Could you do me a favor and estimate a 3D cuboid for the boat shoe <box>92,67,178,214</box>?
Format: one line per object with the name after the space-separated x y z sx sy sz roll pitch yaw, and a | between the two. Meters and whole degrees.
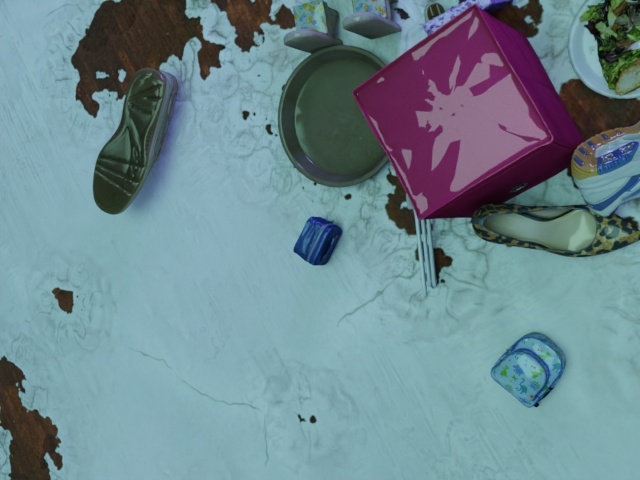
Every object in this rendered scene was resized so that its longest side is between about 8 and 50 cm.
-0.401 -0.215 1.838 0.122 0.110 0.341 28 102 13 | boat shoe

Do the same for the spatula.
0.184 -0.023 1.491 0.019 0.168 0.241 -4 95 15 | spatula

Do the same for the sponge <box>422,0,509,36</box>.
0.257 -0.391 1.405 0.117 0.210 0.031 -25 95 29 | sponge

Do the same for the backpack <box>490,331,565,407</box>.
0.369 0.225 1.444 0.105 0.084 0.114 42 108 18 | backpack

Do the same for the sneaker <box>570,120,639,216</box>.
0.556 -0.140 1.324 0.297 0.111 0.131 -21 126 13 | sneaker

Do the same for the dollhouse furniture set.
0.062 -0.572 1.478 0.394 0.256 0.362 -7 88 29 | dollhouse furniture set

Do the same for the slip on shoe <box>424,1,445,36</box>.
0.222 -0.372 1.524 0.051 0.041 0.135 -20 100 0 | slip on shoe

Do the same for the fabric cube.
0.259 -0.200 1.386 0.254 0.258 0.259 -31 78 26 | fabric cube

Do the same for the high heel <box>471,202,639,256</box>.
0.388 -0.016 1.362 0.261 0.186 0.093 8 96 29 | high heel

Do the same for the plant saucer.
0.041 -0.244 1.624 0.278 0.041 0.277 2 95 29 | plant saucer

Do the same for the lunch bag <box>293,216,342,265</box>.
0.000 0.000 1.647 0.065 0.067 0.098 32 106 24 | lunch bag

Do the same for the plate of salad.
0.509 -0.336 1.360 0.200 0.048 0.199 2 93 30 | plate of salad
